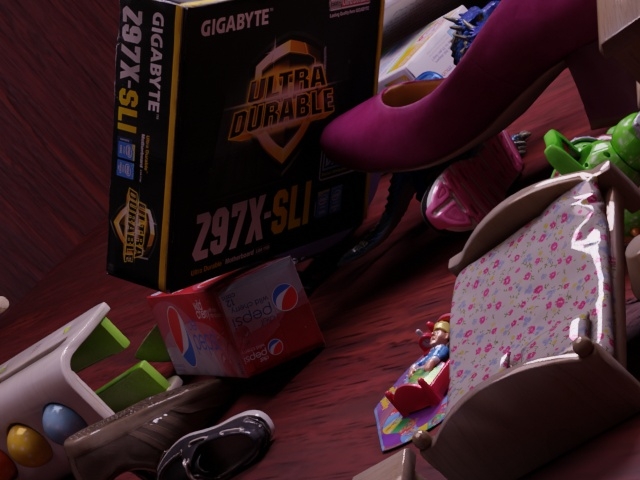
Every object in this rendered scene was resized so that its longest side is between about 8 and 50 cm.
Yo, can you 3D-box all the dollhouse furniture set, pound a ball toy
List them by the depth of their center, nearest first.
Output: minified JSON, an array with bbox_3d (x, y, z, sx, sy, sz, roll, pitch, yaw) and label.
[{"bbox_3d":[0.121,-0.035,1.233,0.355,0.174,0.303,-35,28,29],"label":"dollhouse furniture set"},{"bbox_3d":[-0.328,0.168,2.131,0.319,0.208,0.136,-29,19,47],"label":"pound a ball toy"}]

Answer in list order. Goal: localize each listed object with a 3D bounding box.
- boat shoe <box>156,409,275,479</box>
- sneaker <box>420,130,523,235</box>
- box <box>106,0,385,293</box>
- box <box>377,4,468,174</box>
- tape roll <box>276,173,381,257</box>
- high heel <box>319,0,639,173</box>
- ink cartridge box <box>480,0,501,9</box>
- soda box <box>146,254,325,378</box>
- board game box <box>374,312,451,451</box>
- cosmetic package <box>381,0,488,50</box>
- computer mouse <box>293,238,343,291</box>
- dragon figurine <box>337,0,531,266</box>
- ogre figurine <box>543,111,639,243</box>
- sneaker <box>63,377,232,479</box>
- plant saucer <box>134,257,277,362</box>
[{"bbox_3d":[-0.094,0.185,1.674,0.125,0.046,0.038,-27,11,27],"label":"boat shoe"},{"bbox_3d":[0.123,-0.041,1.763,0.075,0.063,0.170,-34,8,34],"label":"sneaker"},{"bbox_3d":[-0.062,-0.113,1.800,0.079,0.257,0.322,17,21,31],"label":"box"},{"bbox_3d":[0.110,-0.163,2.182,0.114,0.103,0.203,-47,12,-25],"label":"box"},{"bbox_3d":[-0.036,-0.082,1.998,0.189,0.189,0.080,-44,33,-12],"label":"tape roll"},{"bbox_3d":[0.130,-0.170,1.696,0.377,0.181,0.127,-12,16,37],"label":"high heel"},{"bbox_3d":[0.225,-0.261,2.293,0.135,0.056,0.099,-46,12,-26],"label":"ink cartridge box"},{"bbox_3d":[-0.086,0.076,1.899,0.083,0.092,0.263,-22,4,-18],"label":"soda box"},{"bbox_3d":[0.083,0.087,1.458,0.133,0.033,0.169,-40,10,7],"label":"board game box"},{"bbox_3d":[0.077,-0.412,2.357,0.329,0.327,0.394,-32,-6,-15],"label":"cosmetic package"},{"bbox_3d":[0.000,0.000,2.099,0.193,0.042,0.106,-55,12,-32],"label":"computer mouse"},{"bbox_3d":[0.099,-0.105,1.873,0.289,0.144,0.085,-36,11,26],"label":"dragon figurine"},{"bbox_3d":[0.197,-0.042,1.412,0.197,0.097,0.118,-26,3,18],"label":"ogre figurine"},{"bbox_3d":[-0.155,0.186,1.850,0.188,0.071,0.066,-22,5,-36],"label":"sneaker"},{"bbox_3d":[-0.106,0.052,2.150,0.241,0.037,0.241,-46,-4,-4],"label":"plant saucer"}]
